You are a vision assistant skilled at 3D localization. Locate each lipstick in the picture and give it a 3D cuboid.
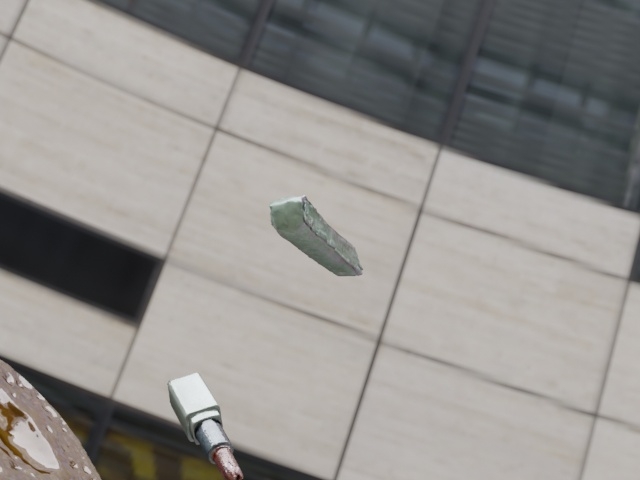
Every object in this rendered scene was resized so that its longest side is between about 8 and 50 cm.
[{"bbox_3d":[-0.074,0.130,1.032,0.107,0.025,0.025,-129,-153,-52],"label":"lipstick"}]

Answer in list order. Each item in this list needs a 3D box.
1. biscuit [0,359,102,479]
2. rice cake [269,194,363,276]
[{"bbox_3d":[-0.261,0.178,1.094,0.314,0.063,0.367,33,16,-41],"label":"biscuit"},{"bbox_3d":[-0.001,0.000,1.342,0.033,0.033,0.207,-9,-15,13],"label":"rice cake"}]
